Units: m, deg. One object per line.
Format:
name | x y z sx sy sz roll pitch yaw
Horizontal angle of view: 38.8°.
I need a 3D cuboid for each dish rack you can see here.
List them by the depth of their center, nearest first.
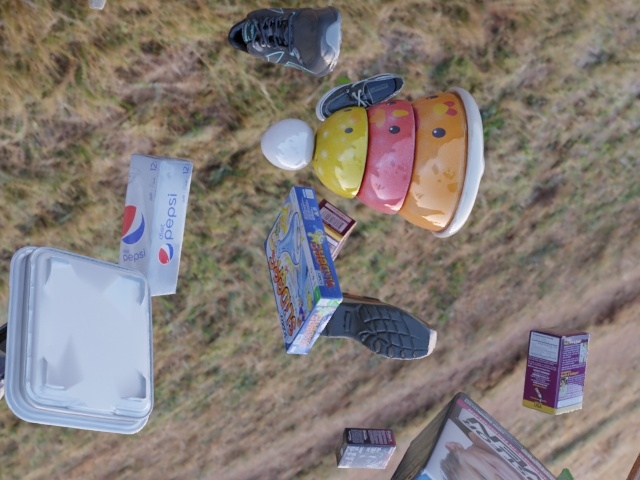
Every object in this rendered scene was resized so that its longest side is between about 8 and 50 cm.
dish rack | -0.415 0.168 1.637 0.286 0.332 0.072 19 144 -40

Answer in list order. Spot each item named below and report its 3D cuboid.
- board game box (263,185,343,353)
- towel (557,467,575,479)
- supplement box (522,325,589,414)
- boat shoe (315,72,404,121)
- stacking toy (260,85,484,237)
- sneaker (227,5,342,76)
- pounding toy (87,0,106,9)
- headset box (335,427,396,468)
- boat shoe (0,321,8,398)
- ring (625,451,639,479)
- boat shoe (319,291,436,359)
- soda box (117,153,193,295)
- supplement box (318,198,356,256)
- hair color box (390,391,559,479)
board game box | -0.029 0.041 1.299 0.035 0.201 0.136 5 138 -24
towel | 0.395 0.453 1.448 0.023 0.152 0.113 24 112 -22
supplement box | 0.247 0.136 0.956 0.055 0.043 0.083 1 97 -43
boat shoe | 0.093 -0.340 2.133 0.219 0.070 0.077 -27 106 -14
stacking toy | 0.104 -0.193 2.074 0.480 0.350 0.350 4 133 -11
sneaker | -0.053 -0.295 1.343 0.106 0.267 0.101 1 97 -25
pounding toy | -0.462 -0.531 1.619 0.269 0.155 0.154 20 72 -63
headset box | 0.070 0.308 1.345 0.083 0.032 0.062 4 134 -15
boat shoe | -0.585 0.215 1.631 0.285 0.103 0.092 -43 154 -37
ring | 0.357 0.288 0.989 0.336 0.032 0.336 -56 162 -29
boat shoe | 0.120 0.181 2.116 0.120 0.324 0.122 -22 124 -60
soda box | -0.346 -0.032 1.888 0.098 0.091 0.286 -3 104 -57
supplement box | 0.000 0.000 2.267 0.081 0.104 0.188 -49 172 -41
hair color box | 0.165 0.288 0.976 0.105 0.174 0.347 -50 171 12
